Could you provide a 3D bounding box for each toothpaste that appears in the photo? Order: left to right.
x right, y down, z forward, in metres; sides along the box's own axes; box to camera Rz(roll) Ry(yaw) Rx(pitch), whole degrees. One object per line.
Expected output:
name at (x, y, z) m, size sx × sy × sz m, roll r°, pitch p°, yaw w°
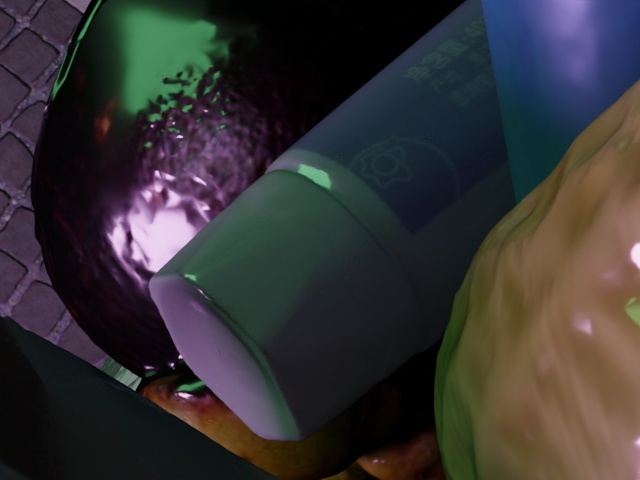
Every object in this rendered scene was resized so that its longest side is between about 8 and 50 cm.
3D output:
toothpaste at (0.102, -0.071, 0.649) m, size 0.371 × 0.125 × 0.080 m, roll -40°, pitch -34°, yaw -21°

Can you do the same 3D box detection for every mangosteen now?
mangosteen at (-0.003, -0.004, 0.790) m, size 0.287 × 0.233 × 0.288 m, roll 23°, pitch -90°, yaw -88°

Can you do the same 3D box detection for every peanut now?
peanut at (0.132, 0.010, 0.363) m, size 0.325 × 0.140 × 0.153 m, roll -31°, pitch 52°, yaw 58°

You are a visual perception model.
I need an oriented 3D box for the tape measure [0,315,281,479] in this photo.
tape measure at (-0.082, 0.173, 0.485) m, size 0.138 × 0.259 × 0.262 m, roll -49°, pitch 13°, yaw 28°

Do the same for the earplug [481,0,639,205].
earplug at (0.105, -0.071, 0.526) m, size 0.132 × 0.273 × 0.132 m, roll -8°, pitch 22°, yaw 3°
